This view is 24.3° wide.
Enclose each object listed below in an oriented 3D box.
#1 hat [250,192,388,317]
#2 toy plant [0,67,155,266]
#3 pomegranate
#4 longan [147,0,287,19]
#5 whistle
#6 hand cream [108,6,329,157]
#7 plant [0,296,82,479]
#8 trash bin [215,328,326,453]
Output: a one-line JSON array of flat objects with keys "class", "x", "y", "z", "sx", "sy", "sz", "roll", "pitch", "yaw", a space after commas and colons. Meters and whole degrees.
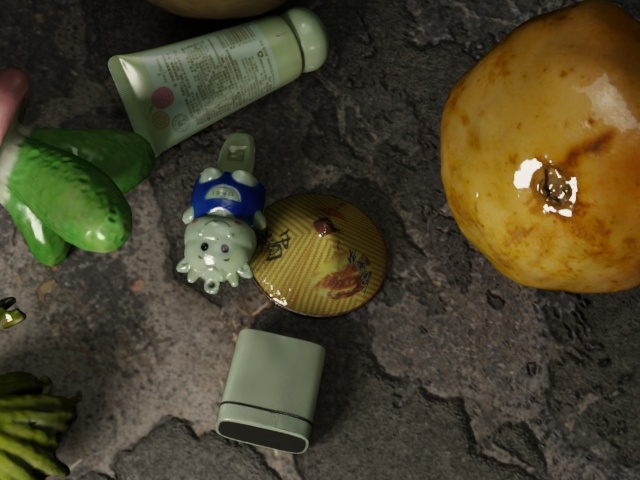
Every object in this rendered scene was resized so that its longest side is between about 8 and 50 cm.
[{"class": "hat", "x": 0.000, "y": 0.000, "z": 1.928, "sx": 0.193, "sy": 0.082, "sz": 0.193, "roll": 4, "pitch": 59, "yaw": -7}, {"class": "toy plant", "x": -0.391, "y": -0.095, "z": 1.822, "sx": 0.356, "sy": 0.210, "sz": 0.317, "roll": 25, "pitch": 17, "yaw": -7}, {"class": "pomegranate", "x": 0.341, "y": -0.118, "z": 1.923, "sx": 0.410, "sy": 0.410, "sz": 0.410, "roll": 5, "pitch": 59, "yaw": -8}, {"class": "longan", "x": -0.150, "y": -0.462, "z": 2.016, "sx": 0.361, "sy": 0.361, "sz": 0.361, "roll": 5, "pitch": 59, "yaw": -8}, {"class": "whistle", "x": -0.122, "y": -0.039, "z": 1.920, "sx": 0.110, "sy": 0.092, "sz": 0.244, "roll": 5, "pitch": 60, "yaw": 8}, {"class": "hand cream", "x": -0.130, "y": -0.231, "z": 2.033, "sx": 0.306, "sy": 0.093, "sz": 0.147, "roll": -25, "pitch": 103, "yaw": -24}, {"class": "plant", "x": -0.406, "y": 0.174, "z": 1.616, "sx": 0.251, "sy": 0.333, "sz": 0.180, "roll": -36, "pitch": 56, "yaw": -14}, {"class": "trash bin", "x": -0.060, "y": 0.184, "z": 1.819, "sx": 0.116, "sy": 0.059, "sz": 0.130, "roll": 14, "pitch": 57, "yaw": -3}]
